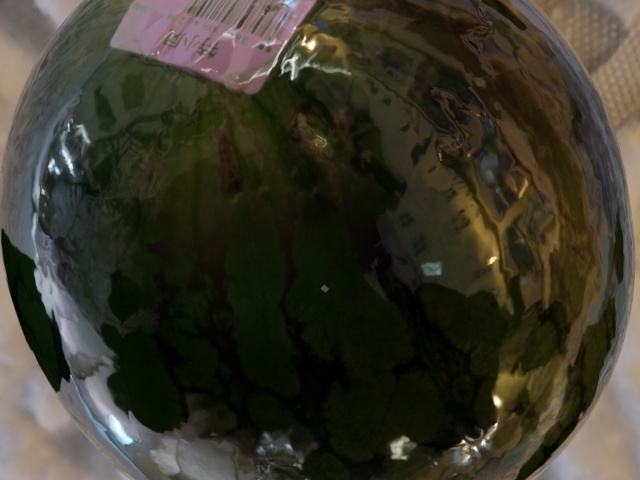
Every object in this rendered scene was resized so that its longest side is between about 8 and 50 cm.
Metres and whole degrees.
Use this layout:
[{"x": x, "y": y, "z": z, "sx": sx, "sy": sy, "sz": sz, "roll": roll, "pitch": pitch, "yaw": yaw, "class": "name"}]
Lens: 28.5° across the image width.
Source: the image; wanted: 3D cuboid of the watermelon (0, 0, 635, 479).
[{"x": 0.000, "y": 0.000, "z": 0.691, "sx": 0.363, "sy": 0.363, "sz": 0.363, "roll": 9, "pitch": 122, "yaw": 15, "class": "watermelon"}]
